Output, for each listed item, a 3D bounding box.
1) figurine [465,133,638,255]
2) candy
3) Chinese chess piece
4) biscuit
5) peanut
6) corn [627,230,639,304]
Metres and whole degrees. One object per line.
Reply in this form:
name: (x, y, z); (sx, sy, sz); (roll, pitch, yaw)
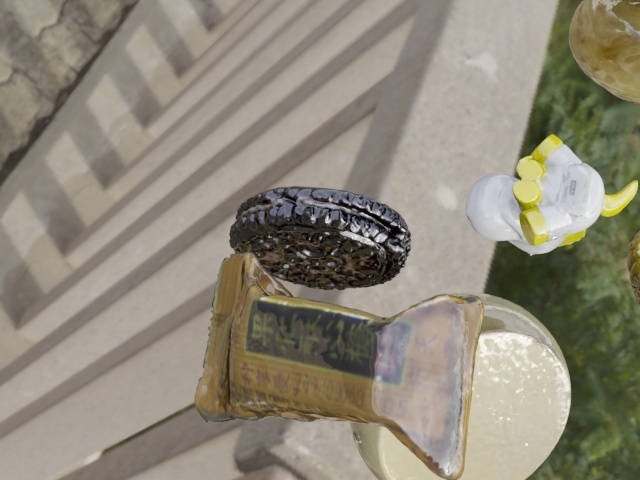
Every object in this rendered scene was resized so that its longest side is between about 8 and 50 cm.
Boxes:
figurine: (0.215, -0.026, 1.065); (0.129, 0.178, 0.109); (12, 69, -19)
candy: (0.003, 0.085, 0.818); (0.101, 0.271, 0.143); (17, 81, -46)
Chinese chess piece: (0.164, 0.189, 1.282); (0.273, 0.273, 0.102); (25, 14, -29)
biscuit: (0.000, 0.000, 1.139); (0.194, 0.194, 0.053); (23, 63, -30)
peanut: (0.350, -0.216, 1.197); (0.159, 0.140, 0.109); (37, 58, -18)
corn: (0.365, 0.037, 1.136); (0.231, 0.080, 0.080); (41, 35, -65)
